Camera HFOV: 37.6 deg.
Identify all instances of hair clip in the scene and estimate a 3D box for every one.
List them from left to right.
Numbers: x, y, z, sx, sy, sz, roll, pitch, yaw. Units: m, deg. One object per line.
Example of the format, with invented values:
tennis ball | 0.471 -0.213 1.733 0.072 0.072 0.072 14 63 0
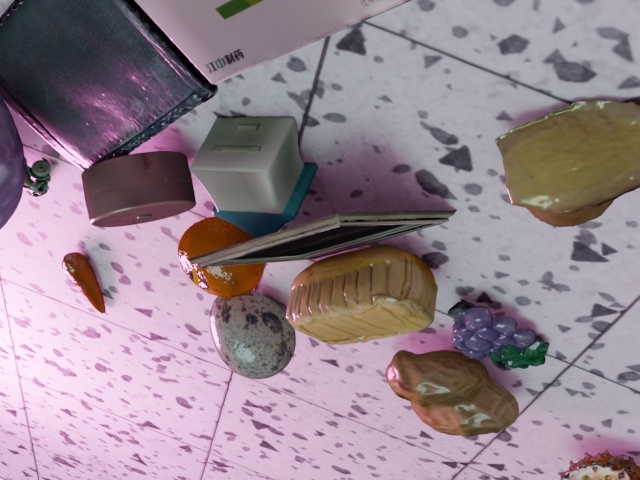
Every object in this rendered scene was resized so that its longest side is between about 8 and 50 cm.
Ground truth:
hair clip | 0.263 0.143 1.416 0.195 0.052 0.124 32 145 -28

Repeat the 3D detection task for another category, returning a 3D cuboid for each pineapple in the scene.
pineapple | 0.502 0.432 1.613 0.176 0.137 0.162 3 101 34

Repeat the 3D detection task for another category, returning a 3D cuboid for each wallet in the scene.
wallet | -0.291 -0.222 1.193 0.237 0.075 0.342 44 144 -19

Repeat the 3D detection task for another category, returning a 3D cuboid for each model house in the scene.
model house | -0.080 -0.079 1.242 0.127 0.100 0.149 4 140 26

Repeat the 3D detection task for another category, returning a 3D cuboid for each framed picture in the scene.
framed picture | 0.000 0.000 1.255 0.231 0.018 0.293 -2 170 -45

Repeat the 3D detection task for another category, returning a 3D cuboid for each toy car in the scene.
toy car | -0.491 -0.117 1.470 0.143 0.054 0.073 28 147 -7

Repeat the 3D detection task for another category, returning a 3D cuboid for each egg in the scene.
egg | -0.115 0.152 1.562 0.132 0.132 0.172 -12 122 41

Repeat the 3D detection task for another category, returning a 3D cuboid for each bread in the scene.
bread | 0.061 0.079 1.369 0.236 0.106 0.140 -15 145 40

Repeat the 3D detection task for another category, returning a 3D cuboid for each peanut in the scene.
peanut | 0.205 0.246 1.526 0.196 0.110 0.233 -4 138 46

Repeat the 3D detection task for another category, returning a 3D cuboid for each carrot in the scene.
carrot | -0.427 0.085 1.734 0.048 0.048 0.216 13 151 14

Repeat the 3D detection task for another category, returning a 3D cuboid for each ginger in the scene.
ginger | 0.308 -0.078 1.040 0.193 0.115 0.122 -15 153 33

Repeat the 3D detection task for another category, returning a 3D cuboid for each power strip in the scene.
power strip | -0.253 -0.069 1.311 0.154 0.078 0.154 -13 174 -1

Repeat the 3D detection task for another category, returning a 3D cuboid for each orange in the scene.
orange | -0.144 0.023 1.412 0.135 0.117 0.136 32 145 26

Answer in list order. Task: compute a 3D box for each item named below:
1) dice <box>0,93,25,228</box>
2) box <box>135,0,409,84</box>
dice | -0.582 -0.113 1.262 0.270 0.270 0.271 47 142 12
box | -0.032 -0.291 0.878 0.332 0.145 0.173 -12 131 42
